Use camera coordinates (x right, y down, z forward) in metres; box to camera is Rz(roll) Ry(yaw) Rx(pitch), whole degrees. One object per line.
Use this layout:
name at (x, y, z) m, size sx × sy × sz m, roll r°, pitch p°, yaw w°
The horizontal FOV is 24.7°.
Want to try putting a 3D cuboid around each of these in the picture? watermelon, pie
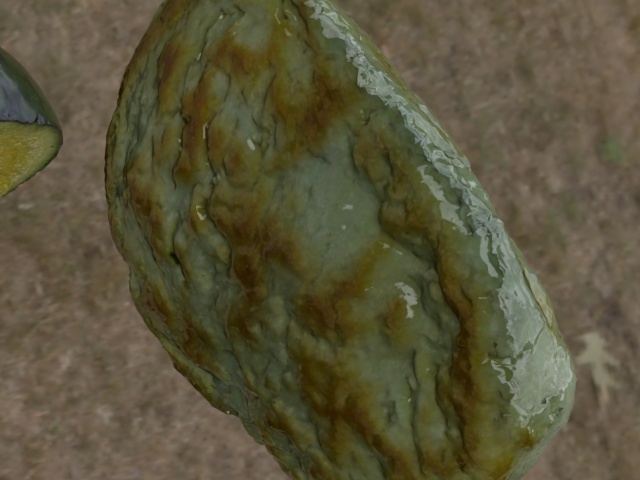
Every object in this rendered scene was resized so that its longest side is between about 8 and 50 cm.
watermelon at (-0.193, -0.068, 0.782) m, size 0.092 × 0.181 × 0.075 m, roll -23°, pitch 80°, yaw -12°
pie at (0.000, 0.000, 0.581) m, size 0.090 × 0.201 × 0.248 m, roll -21°, pitch 65°, yaw -37°
